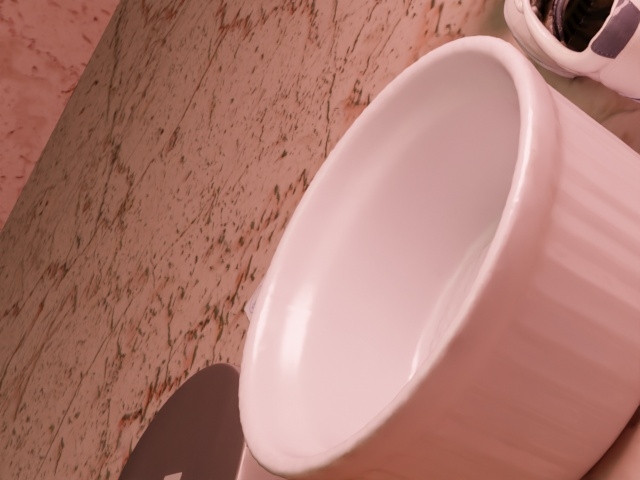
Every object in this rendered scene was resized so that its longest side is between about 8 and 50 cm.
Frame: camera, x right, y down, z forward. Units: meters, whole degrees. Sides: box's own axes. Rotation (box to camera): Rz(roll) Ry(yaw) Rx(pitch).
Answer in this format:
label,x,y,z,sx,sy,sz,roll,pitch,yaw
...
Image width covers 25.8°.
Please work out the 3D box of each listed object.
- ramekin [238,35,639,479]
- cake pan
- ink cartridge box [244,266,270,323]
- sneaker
label,x,y,z,sx,sy,sz,roll,pitch,yaw
ramekin,0.081,0.032,0.819,0.277,0.135,0.277,-47,26,33
cake pan,-0.106,0.222,1.119,0.293,0.054,0.293,-47,26,31
ink cartridge box,0.000,0.000,1.153,0.171,0.056,0.235,-58,24,12
sneaker,0.170,-0.155,0.904,0.094,0.091,0.258,-59,22,7
